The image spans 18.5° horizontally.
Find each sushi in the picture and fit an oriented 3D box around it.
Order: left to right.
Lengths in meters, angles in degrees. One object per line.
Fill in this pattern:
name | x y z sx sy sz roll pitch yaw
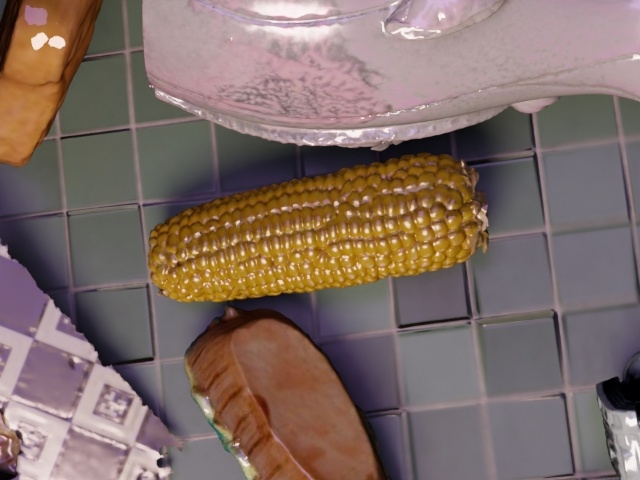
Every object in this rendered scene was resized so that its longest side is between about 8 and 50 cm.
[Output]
sushi | -0.290 0.160 1.492 0.290 0.050 0.264 -43 96 -5

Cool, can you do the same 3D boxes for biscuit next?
biscuit | -0.172 -0.227 1.393 0.062 0.385 0.365 17 85 -12

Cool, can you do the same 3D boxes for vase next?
vase | 0.094 -0.181 1.434 0.445 0.250 0.250 6 81 2

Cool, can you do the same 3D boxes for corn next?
corn | -0.001 -0.005 1.479 0.260 0.091 0.091 -12 101 7

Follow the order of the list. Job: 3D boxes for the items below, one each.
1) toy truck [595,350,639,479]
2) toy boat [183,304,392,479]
toy truck | 0.337 0.166 1.397 0.338 0.133 0.184 -7 96 3
toy boat | 0.000 0.173 1.449 0.108 0.099 0.293 -24 77 -25
